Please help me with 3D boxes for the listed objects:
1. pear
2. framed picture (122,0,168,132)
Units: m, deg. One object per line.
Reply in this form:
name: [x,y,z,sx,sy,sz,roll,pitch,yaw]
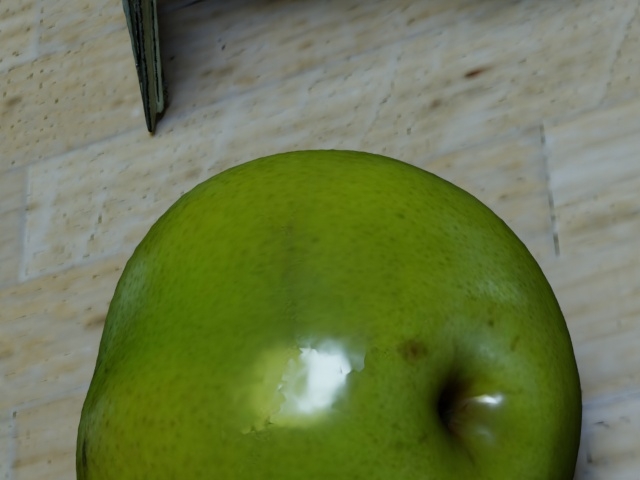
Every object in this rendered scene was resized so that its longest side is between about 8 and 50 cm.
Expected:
pear: [-0.015,0.063,0.572,0.216,0.166,0.180,-10,71,48]
framed picture: [-0.095,-0.217,0.754,0.016,0.216,0.273,-7,56,-8]
